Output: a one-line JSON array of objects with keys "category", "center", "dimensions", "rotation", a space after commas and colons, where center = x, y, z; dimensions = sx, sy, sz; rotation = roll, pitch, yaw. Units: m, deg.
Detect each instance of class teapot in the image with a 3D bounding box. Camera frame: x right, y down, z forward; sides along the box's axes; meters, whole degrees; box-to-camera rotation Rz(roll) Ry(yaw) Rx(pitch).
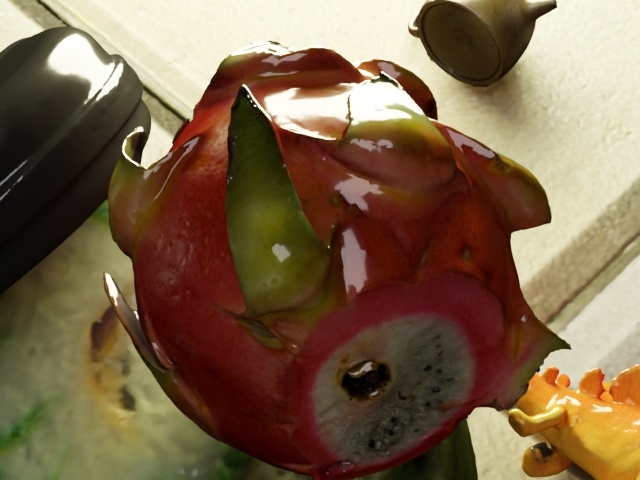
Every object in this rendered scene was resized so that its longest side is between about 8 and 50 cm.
[{"category": "teapot", "center": [0.111, -0.157, 1.173], "dimensions": [0.121, 0.076, 0.068], "rotation": [6, 43, 47]}]

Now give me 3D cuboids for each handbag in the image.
[{"category": "handbag", "center": [-0.237, -0.020, 1.027], "dimensions": [0.308, 0.093, 0.254], "rotation": [-24, 21, 40]}]

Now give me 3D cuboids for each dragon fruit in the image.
[{"category": "dragon fruit", "center": [0.000, 0.004, 0.850], "dimensions": [0.224, 0.224, 0.227], "rotation": [-30, 50, -10]}]

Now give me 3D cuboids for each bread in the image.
[{"category": "bread", "center": [-0.101, 0.137, 0.987], "dimensions": [0.382, 0.129, 0.366], "rotation": [-5, 55, 7]}]

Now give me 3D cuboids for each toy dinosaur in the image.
[{"category": "toy dinosaur", "center": [0.205, 0.142, 0.977], "dimensions": [0.117, 0.070, 0.288], "rotation": [-36, 65, -14]}]
